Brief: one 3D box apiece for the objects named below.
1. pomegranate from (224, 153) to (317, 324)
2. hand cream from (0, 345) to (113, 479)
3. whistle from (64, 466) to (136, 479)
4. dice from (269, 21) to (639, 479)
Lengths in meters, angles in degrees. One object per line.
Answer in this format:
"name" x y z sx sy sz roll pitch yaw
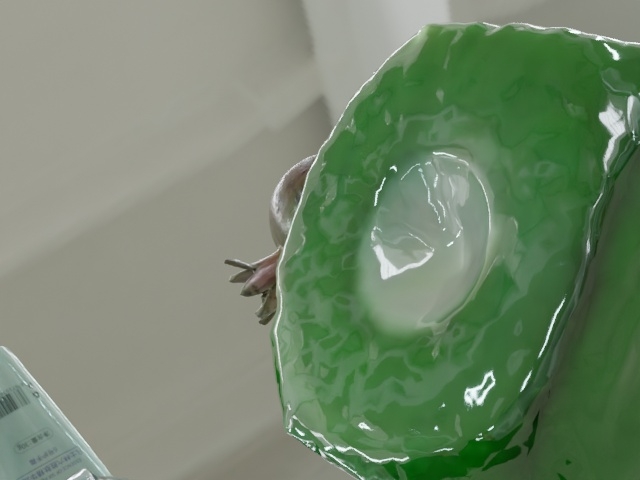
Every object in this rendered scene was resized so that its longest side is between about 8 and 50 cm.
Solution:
"pomegranate" 0.001 -0.002 1.532 0.159 0.129 0.129 -34 -35 17
"hand cream" -0.228 0.225 1.617 0.109 0.320 0.067 -27 -25 -26
"whistle" -0.107 0.214 0.970 0.164 0.290 0.163 -9 -67 -23
"dice" 0.165 0.043 1.146 0.300 0.287 0.297 20 -92 -39
